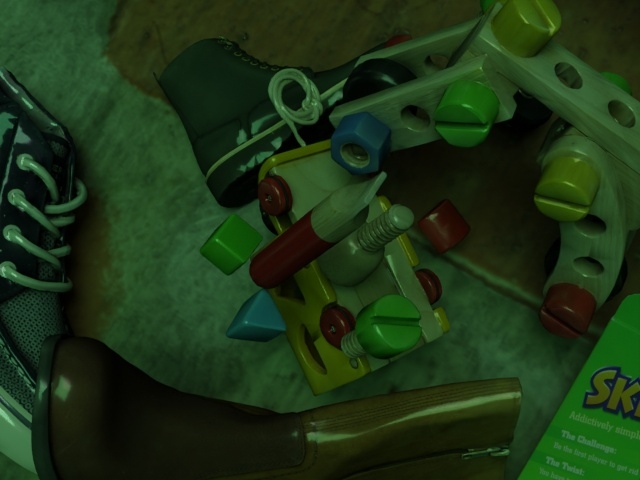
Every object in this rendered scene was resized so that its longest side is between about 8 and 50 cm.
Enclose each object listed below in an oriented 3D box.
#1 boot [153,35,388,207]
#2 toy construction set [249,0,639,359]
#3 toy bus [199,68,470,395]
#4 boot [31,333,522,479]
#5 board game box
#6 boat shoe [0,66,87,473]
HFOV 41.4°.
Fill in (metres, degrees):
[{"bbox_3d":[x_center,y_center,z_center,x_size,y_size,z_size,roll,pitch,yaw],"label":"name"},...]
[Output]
[{"bbox_3d":[-0.032,-0.136,0.688,0.198,0.077,0.137,-32,71,-2],"label":"boot"},{"bbox_3d":[0.130,-0.060,0.509,0.309,0.237,0.257,-28,85,-33],"label":"toy construction set"},{"bbox_3d":[0.001,0.012,0.624,0.191,0.104,0.202,28,56,-19],"label":"toy bus"},{"bbox_3d":[-0.013,0.125,0.535,0.281,0.264,0.096,-7,50,7],"label":"boot"},{"bbox_3d":[0.200,0.173,0.569,0.124,0.039,0.259,31,95,38],"label":"board game box"},{"bbox_3d":[-0.236,0.003,0.647,0.158,0.127,0.340,-40,76,5],"label":"boat shoe"}]
